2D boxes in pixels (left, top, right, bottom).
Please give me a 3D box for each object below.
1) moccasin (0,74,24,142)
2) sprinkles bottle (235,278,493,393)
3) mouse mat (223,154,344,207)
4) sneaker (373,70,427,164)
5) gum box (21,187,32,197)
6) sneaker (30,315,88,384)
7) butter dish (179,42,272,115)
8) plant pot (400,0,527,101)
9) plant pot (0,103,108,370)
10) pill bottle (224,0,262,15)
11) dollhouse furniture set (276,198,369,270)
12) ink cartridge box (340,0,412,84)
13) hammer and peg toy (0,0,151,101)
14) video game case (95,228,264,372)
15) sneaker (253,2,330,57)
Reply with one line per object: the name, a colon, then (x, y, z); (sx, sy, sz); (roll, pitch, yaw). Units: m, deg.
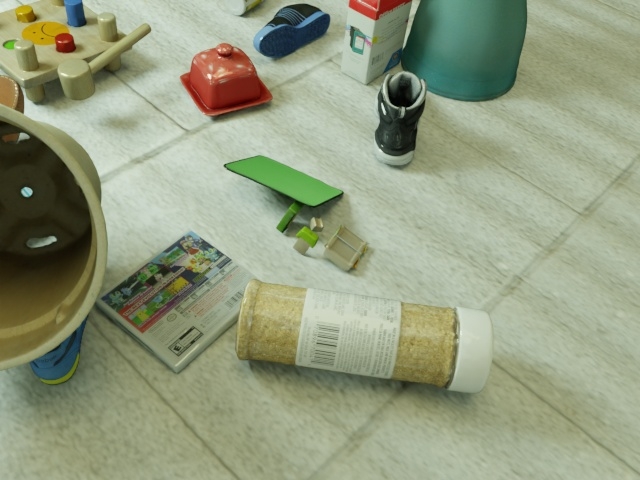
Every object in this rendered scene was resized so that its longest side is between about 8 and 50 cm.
moccasin: (-0.618, -0.163, 1.087); (0.139, 0.147, 0.380); (17, 48, 13)
sprinkles bottle: (0.061, 0.136, 0.965); (0.355, 0.121, 0.121); (8, 48, 1)
mouse mat: (-0.063, -0.109, 1.204); (0.189, 0.007, 0.152); (26, 23, 16)
sneaker: (0.163, -0.285, 1.334); (0.101, 0.153, 0.269); (8, 48, 0)
gum box: (-0.564, -0.050, 1.116); (0.184, 0.041, 0.157); (-32, 59, -29)
sneaker: (-0.382, 0.103, 0.975); (0.069, 0.082, 0.209); (-4, 47, -8)
butter dish: (-0.196, -0.350, 1.375); (0.159, 0.118, 0.160); (-20, 54, -21)
plant pot: (0.331, -0.491, 1.470); (0.271, 0.255, 0.272); (3, 48, -3)
plant pot: (-0.436, -0.040, 0.902); (0.333, 0.334, 0.305); (-2, 16, -8)
pill bottle: (-0.178, -0.604, 1.642); (0.065, 0.065, 0.116); (29, 51, 19)
dollhouse furniture set: (0.000, 0.000, 1.148); (0.151, 0.058, 0.076); (36, 44, 0)
ink cartridge box: (0.124, -0.472, 1.444); (0.078, 0.231, 0.134); (35, 53, 23)
hammer and peg toy: (-0.525, -0.395, 1.375); (0.361, 0.127, 0.266); (37, 52, 24)
video game case: (-0.215, 0.087, 1.047); (0.183, 0.023, 0.201); (33, 54, 22)
sneaker: (-0.083, -0.490, 1.546); (0.090, 0.081, 0.232); (35, 47, 26)
